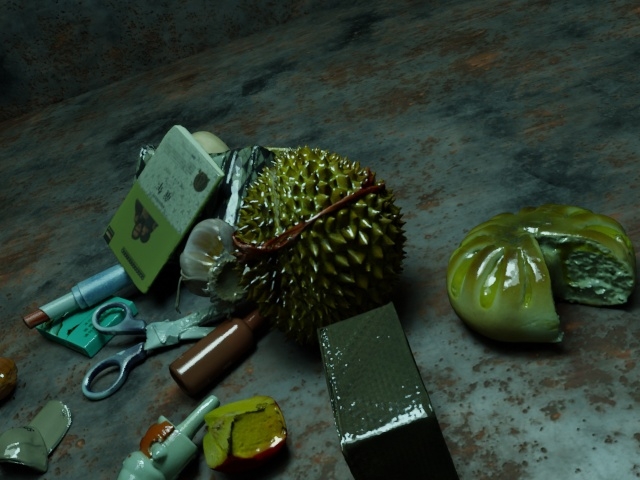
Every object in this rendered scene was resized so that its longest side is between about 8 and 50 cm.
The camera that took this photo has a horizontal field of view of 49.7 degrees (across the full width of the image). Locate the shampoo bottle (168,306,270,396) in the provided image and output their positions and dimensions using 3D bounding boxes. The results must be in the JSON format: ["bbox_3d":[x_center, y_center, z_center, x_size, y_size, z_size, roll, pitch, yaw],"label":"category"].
[{"bbox_3d":[-0.193,0.214,1.417,0.244,0.085,0.085,-37,36,-24],"label":"shampoo bottle"}]

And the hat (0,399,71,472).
[{"bbox_3d":[-0.598,0.388,1.407,0.147,0.085,0.175,-5,39,26],"label":"hat"}]

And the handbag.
[{"bbox_3d":[-0.304,-0.093,1.716,0.416,0.180,0.317,1,80,32],"label":"handbag"}]

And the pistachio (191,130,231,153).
[{"bbox_3d":[-0.312,-0.182,1.940,0.214,0.193,0.318,-13,44,-21],"label":"pistachio"}]

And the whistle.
[{"bbox_3d":[-0.272,0.373,1.218,0.253,0.106,0.102,-45,18,-20],"label":"whistle"}]

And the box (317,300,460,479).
[{"bbox_3d":[0.101,0.256,1.095,0.143,0.184,0.273,-21,33,5],"label":"box"}]

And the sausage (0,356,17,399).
[{"bbox_3d":[-0.812,0.329,1.593,0.259,0.113,0.113,-10,36,20],"label":"sausage"}]

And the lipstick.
[{"bbox_3d":[-0.593,0.141,1.686,0.274,0.061,0.068,-28,36,-12],"label":"lipstick"}]

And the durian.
[{"bbox_3d":[-0.004,0.002,1.329,0.347,0.384,0.347,-7,37,5],"label":"durian"}]

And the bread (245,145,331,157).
[{"bbox_3d":[-0.099,-0.208,1.882,0.269,0.087,0.098,5,38,9],"label":"bread"}]

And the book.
[{"bbox_3d":[-0.378,-0.079,1.644,0.352,0.035,0.239,-54,53,13],"label":"book"}]

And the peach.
[{"bbox_3d":[-0.130,0.332,1.190,0.151,0.118,0.151,-37,34,31],"label":"peach"}]

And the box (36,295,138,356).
[{"bbox_3d":[-0.577,0.193,1.701,0.226,0.042,0.161,11,45,39],"label":"box"}]

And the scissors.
[{"bbox_3d":[-0.342,0.210,1.534,0.383,0.029,0.256,-12,47,8],"label":"scissors"}]

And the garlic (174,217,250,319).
[{"bbox_3d":[-0.229,0.091,1.447,0.257,0.207,0.207,-47,32,11],"label":"garlic"}]

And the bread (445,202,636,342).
[{"bbox_3d":[0.384,0.039,1.254,0.333,0.160,0.333,-15,33,10],"label":"bread"}]
